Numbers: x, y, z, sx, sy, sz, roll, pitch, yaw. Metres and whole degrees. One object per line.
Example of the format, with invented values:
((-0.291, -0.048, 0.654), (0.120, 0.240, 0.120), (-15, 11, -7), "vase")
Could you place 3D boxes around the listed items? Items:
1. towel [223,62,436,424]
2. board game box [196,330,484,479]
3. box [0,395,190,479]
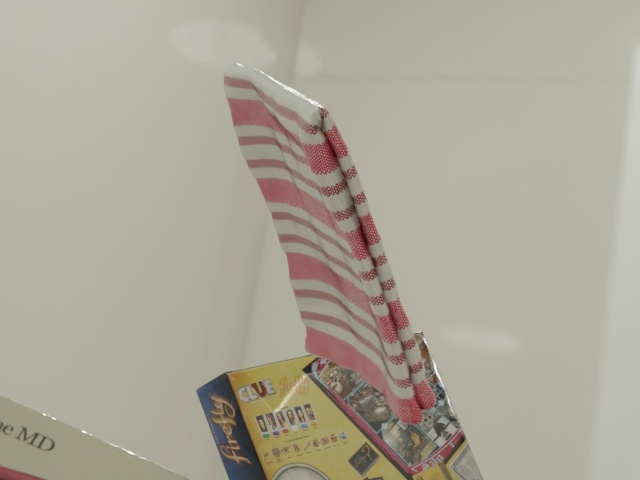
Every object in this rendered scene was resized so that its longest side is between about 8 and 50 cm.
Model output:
((0.000, 0.000, 1.006), (0.029, 0.197, 0.144), (-26, 22, -15), "towel")
((0.024, 0.171, 1.447), (0.243, 0.165, 0.042), (-7, -19, -47), "board game box")
((-0.174, 0.195, 0.798), (0.149, 0.232, 0.127), (22, -47, 4), "box")
